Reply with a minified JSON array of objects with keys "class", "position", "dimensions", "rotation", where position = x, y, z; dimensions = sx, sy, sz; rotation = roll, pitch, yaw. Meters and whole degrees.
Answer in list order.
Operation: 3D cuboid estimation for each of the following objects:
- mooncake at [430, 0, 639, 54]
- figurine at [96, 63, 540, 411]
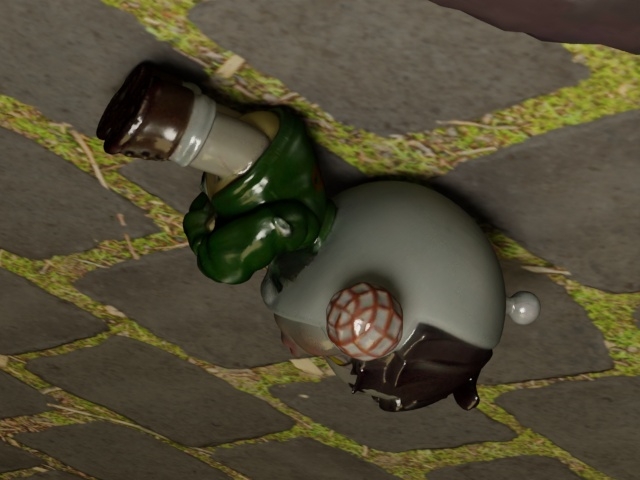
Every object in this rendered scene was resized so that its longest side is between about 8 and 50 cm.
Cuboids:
[{"class":"mooncake","position":[0.119,-0.240,0.463],"dimensions":[0.350,0.381,0.212],"rotation":[32,-167,-5]},{"class":"figurine","position":[0.000,0.000,1.245],"dimensions":[0.370,0.167,0.281],"rotation":[35,-177,-19]}]
